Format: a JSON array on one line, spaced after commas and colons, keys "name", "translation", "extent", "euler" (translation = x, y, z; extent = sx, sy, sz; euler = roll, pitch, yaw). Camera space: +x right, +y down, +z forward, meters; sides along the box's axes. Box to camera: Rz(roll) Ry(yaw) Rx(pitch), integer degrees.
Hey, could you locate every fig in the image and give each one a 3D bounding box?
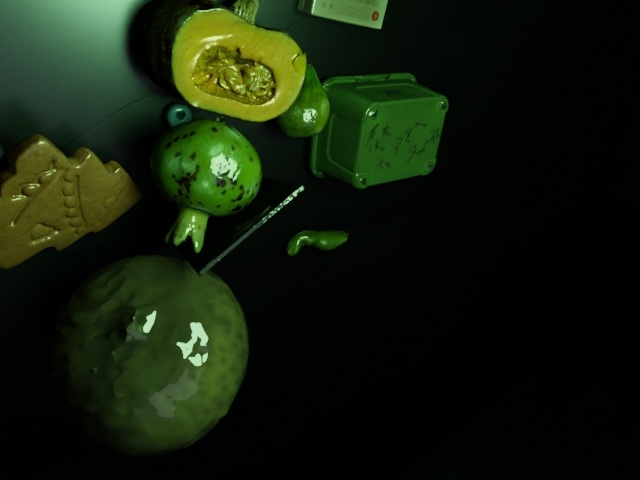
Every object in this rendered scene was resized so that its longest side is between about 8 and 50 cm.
[{"name": "fig", "translation": [-0.037, -0.305, 1.124], "extent": [0.123, 0.123, 0.156], "euler": [-7, 112, -37]}]

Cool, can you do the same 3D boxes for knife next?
[{"name": "knife", "translation": [-0.298, -0.164, 1.066], "extent": [0.058, 0.032, 0.244], "euler": [-16, 130, -37]}]

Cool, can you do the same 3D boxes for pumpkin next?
[{"name": "pumpkin", "translation": [-0.171, -0.355, 0.966], "extent": [0.317, 0.139, 0.222], "euler": [8, 115, -40]}]

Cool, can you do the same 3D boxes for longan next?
[{"name": "longan", "translation": [-0.336, 0.222, 1.020], "extent": [0.390, 0.391, 0.392], "euler": [-21, 129, -29]}]

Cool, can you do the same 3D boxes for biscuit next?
[{"name": "biscuit", "translation": [-0.451, -0.068, 0.923], "extent": [0.306, 0.043, 0.284], "euler": [-16, 145, -51]}]

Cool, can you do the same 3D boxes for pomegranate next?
[{"name": "pomegranate", "translation": [-0.224, -0.111, 0.980], "extent": [0.211, 0.211, 0.263], "euler": [18, 90, -45]}]

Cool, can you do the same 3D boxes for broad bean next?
[{"name": "broad bean", "translation": [0.000, 0.000, 1.404], "extent": [0.213, 0.048, 0.071], "euler": [-12, 124, -34]}]

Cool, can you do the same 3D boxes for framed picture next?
[{"name": "framed picture", "translation": [-0.179, -0.045, 1.040], "extent": [0.244, 0.324, 0.013], "euler": [-41, 113, -11]}]

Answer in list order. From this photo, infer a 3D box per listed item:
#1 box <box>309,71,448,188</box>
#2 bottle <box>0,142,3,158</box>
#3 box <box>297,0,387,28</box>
[{"name": "box", "translation": [0.148, -0.261, 1.262], "extent": [0.328, 0.177, 0.253], "euler": [-15, 127, -32]}, {"name": "bottle", "translation": [-0.638, -0.047, 0.765], "extent": [0.336, 0.144, 0.144], "euler": [-52, 137, 0]}, {"name": "box", "translation": [0.057, -0.536, 1.090], "extent": [0.201, 0.058, 0.141], "euler": [-7, 122, -36]}]
